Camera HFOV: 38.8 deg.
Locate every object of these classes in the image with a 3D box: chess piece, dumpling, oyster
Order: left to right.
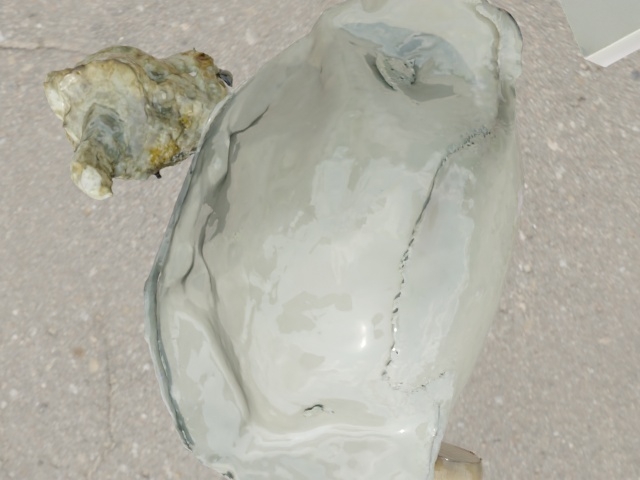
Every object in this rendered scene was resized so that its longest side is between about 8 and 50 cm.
[{"bbox_3d":[-0.152,-0.110,0.765,0.163,0.191,0.081,7,145,-4],"label":"oyster"},{"bbox_3d":[0.000,-0.004,0.627,0.260,0.181,0.341,13,112,23],"label":"dumpling"},{"bbox_3d":[0.122,0.227,0.913,0.084,0.083,0.038,12,90,0],"label":"chess piece"}]

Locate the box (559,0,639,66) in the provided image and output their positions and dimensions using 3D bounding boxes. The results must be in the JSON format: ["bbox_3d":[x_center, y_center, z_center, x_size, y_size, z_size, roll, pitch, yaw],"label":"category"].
[{"bbox_3d":[0.242,-0.221,0.686,0.129,0.051,0.130,-27,74,33],"label":"box"}]
